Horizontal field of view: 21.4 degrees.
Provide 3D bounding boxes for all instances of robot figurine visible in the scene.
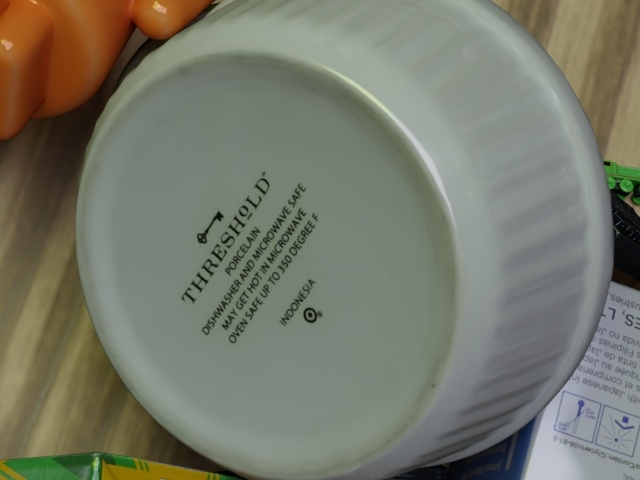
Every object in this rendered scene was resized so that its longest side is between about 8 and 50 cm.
[{"bbox_3d":[-0.146,-0.152,0.904,0.128,0.158,0.219,58,38,-35],"label":"robot figurine"}]

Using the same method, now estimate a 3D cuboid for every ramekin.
[{"bbox_3d":[0.000,0.000,0.846,0.273,0.273,0.127,54,31,6],"label":"ramekin"}]

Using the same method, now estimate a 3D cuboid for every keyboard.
[{"bbox_3d":[0.181,0.000,0.984,0.023,0.180,0.108,-38,67,14],"label":"keyboard"}]

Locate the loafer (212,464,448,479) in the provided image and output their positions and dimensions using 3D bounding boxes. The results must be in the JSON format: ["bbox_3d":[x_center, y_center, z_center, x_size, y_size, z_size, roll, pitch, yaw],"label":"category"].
[{"bbox_3d":[-0.009,0.156,0.957,0.170,0.062,0.061,-6,87,-7],"label":"loafer"}]

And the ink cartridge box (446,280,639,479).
[{"bbox_3d":[0.184,0.249,0.923,0.270,0.151,0.395,19,69,-7],"label":"ink cartridge box"}]

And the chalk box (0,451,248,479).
[{"bbox_3d":[-0.156,0.183,0.846,0.132,0.213,0.132,22,63,-55],"label":"chalk box"}]

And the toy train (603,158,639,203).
[{"bbox_3d":[0.185,-0.039,1.080,0.083,0.017,0.024,8,62,-11],"label":"toy train"}]

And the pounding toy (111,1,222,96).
[{"bbox_3d":[0.001,-0.068,0.987,0.236,0.110,0.183,-11,109,18],"label":"pounding toy"}]
